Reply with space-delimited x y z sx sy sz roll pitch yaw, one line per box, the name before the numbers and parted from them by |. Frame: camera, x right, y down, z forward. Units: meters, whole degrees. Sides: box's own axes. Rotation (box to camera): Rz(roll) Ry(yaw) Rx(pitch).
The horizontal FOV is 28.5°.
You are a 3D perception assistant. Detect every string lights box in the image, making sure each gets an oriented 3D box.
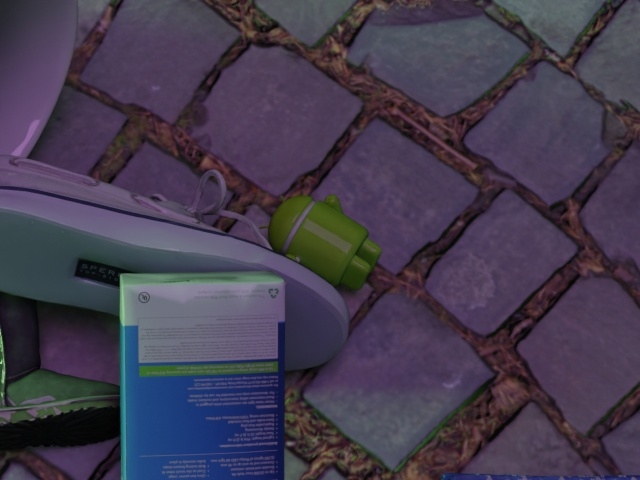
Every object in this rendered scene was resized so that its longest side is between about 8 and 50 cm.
string lights box | -0.099 0.159 1.047 0.133 0.077 0.259 0 96 -11

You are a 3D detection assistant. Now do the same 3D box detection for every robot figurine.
robot figurine | 0.000 0.000 1.219 0.115 0.067 0.101 30 56 5

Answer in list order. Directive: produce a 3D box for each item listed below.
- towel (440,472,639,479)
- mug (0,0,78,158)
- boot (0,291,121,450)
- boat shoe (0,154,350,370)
towel | 0.270 0.324 1.125 0.336 0.040 0.243 2 64 -10
mug | -0.452 -0.159 1.114 0.328 0.276 0.374 25 79 12
boot | -0.262 0.081 1.136 0.190 0.076 0.208 1 53 -22
boat shoe | -0.146 0.004 1.159 0.367 0.136 0.156 15 38 -13
